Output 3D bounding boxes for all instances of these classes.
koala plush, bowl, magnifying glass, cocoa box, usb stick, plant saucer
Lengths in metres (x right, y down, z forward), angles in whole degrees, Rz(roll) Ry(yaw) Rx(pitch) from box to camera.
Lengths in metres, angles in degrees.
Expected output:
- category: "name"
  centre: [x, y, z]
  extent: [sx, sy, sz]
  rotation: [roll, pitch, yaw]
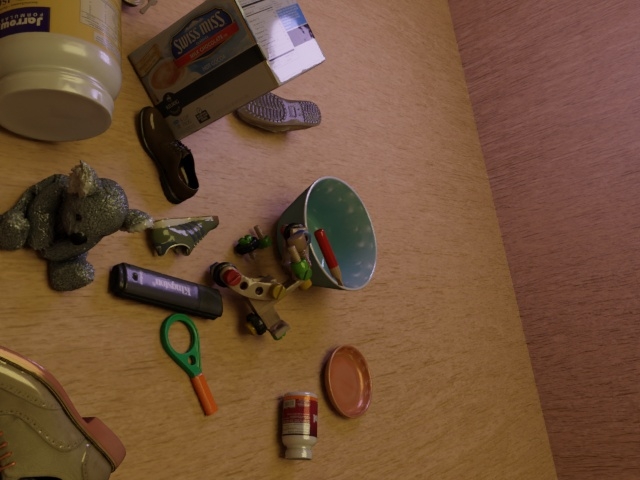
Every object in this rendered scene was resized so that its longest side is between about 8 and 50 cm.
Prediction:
- category: "koala plush"
  centre: [-0.426, -0.050, 1.199]
  extent: [0.196, 0.221, 0.203]
  rotation: [46, 43, -31]
- category: "bowl"
  centre: [0.000, 0.000, 1.792]
  extent: [0.311, 0.163, 0.312]
  rotation: [26, 55, -45]
- category: "magnifying glass"
  centre: [-0.277, 0.267, 1.434]
  extent: [0.092, 0.026, 0.231]
  rotation: [-29, 97, -54]
- category: "cocoa box"
  centre: [-0.214, -0.420, 1.529]
  extent: [0.228, 0.347, 0.231]
  rotation: [62, 38, -14]
- category: "usb stick"
  centre: [-0.319, 0.111, 1.421]
  extent: [0.278, 0.045, 0.077]
  rotation: [23, 53, -46]
- category: "plant saucer"
  centre: [0.072, 0.387, 1.830]
  extent: [0.200, 0.037, 0.200]
  rotation: [27, 55, -46]

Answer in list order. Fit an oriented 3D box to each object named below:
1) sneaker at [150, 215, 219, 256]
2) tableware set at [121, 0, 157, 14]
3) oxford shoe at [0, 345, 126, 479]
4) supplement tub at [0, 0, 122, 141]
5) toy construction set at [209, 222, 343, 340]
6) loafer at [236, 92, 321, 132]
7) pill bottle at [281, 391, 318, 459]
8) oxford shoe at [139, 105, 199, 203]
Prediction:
- category: "sneaker"
  centre: [-0.301, -0.008, 1.489]
  extent: [0.192, 0.064, 0.086]
  rotation: [-8, 89, -54]
- category: "tableware set"
  centre: [-0.438, -0.605, 1.578]
  extent: [0.128, 0.039, 0.194]
  rotation: [41, 39, -19]
- category: "oxford shoe"
  centre: [-0.477, 0.295, 1.052]
  extent: [0.397, 0.140, 0.147]
  rotation: [50, 40, -27]
- category: "supplement tub"
  centre: [-0.491, -0.376, 1.235]
  extent: [0.241, 0.241, 0.331]
  rotation: [15, 63, -49]
- category: "toy construction set"
  centre: [-0.075, 0.104, 1.555]
  extent: [0.257, 0.308, 0.237]
  rotation: [-41, 113, -44]
- category: "loafer"
  centre: [-0.123, -0.343, 1.843]
  extent: [0.268, 0.092, 0.102]
  rotation: [4, 70, -36]
- category: "pill bottle"
  centre: [-0.050, 0.446, 1.602]
  extent: [0.086, 0.086, 0.152]
  rotation: [27, 56, -45]
- category: "oxford shoe"
  centre: [-0.331, -0.203, 1.500]
  extent: [0.083, 0.096, 0.227]
  rotation: [-34, 102, -51]
